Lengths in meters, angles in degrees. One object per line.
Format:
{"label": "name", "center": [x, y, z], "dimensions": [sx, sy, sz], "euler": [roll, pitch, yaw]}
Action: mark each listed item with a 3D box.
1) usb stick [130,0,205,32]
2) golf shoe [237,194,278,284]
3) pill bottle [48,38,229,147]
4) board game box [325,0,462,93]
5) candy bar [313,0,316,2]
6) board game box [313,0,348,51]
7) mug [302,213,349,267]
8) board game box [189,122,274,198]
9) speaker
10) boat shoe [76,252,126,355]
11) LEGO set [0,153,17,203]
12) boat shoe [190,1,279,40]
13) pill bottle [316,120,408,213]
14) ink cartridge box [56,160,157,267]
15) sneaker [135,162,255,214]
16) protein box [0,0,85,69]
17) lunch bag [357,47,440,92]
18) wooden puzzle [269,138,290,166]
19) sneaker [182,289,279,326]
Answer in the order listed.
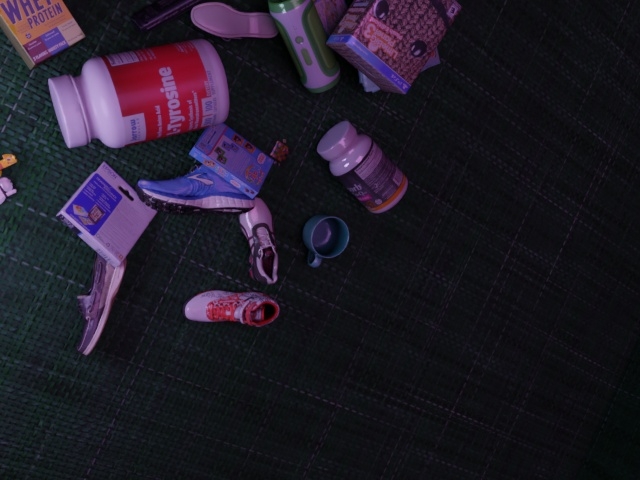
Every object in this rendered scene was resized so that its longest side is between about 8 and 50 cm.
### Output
{"label": "usb stick", "center": [-0.374, -0.637, 1.788], "dimensions": [0.278, 0.077, 0.045], "euler": [-35, 150, -17]}
{"label": "golf shoe", "center": [-0.167, -0.003, 1.978], "dimensions": [0.105, 0.120, 0.272], "euler": [-16, 104, -21]}
{"label": "pill bottle", "center": [-0.458, -0.366, 1.706], "dimensions": [0.408, 0.229, 0.228], "euler": [-18, 107, -22]}
{"label": "board game box", "center": [0.202, -0.593, 1.848], "dimensions": [0.232, 0.141, 0.291], "euler": [32, 91, -27]}
{"label": "candy bar", "center": [-0.042, -0.700, 1.967], "dimensions": [0.162, 0.018, 0.040], "euler": [-25, 111, -20]}
{"label": "board game box", "center": [0.041, -0.659, 1.999], "dimensions": [0.103, 0.026, 0.154], "euler": [-38, 121, -15]}
{"label": "mug", "center": [-0.001, -0.009, 2.068], "dimensions": [0.158, 0.097, 0.129], "euler": [-35, 113, -16]}
{"label": "board game box", "center": [-0.243, -0.232, 1.869], "dimensions": [0.212, 0.039, 0.160], "euler": [35, 41, -14]}
{"label": "speaker", "center": [-0.042, -0.567, 1.887], "dimensions": [0.131, 0.131, 0.296], "euler": [-41, 135, -14]}
{"label": "boat shoe", "center": [-0.609, 0.164, 1.805], "dimensions": [0.092, 0.103, 0.285], "euler": [21, 86, -22]}
{"label": "LEGO set", "center": [-0.806, -0.205, 1.645], "dimensions": [0.093, 0.087, 0.227], "euler": [-30, 112, -18]}
{"label": "boat shoe", "center": [-0.241, -0.603, 1.854], "dimensions": [0.255, 0.079, 0.095], "euler": [-7, 101, -27]}
{"label": "pill bottle", "center": [0.128, -0.225, 2.057], "dimensions": [0.278, 0.162, 0.162], "euler": [42, 80, -25]}
{"label": "ink cartridge box", "center": [-0.564, -0.071, 1.788], "dimensions": [0.206, 0.045, 0.208], "euler": [48, 45, -25]}
{"label": "sneaker", "center": [-0.349, -0.152, 1.874], "dimensions": [0.330, 0.130, 0.147], "euler": [1, 79, -23]}
{"label": "protein box", "center": [-0.681, -0.528, 1.582], "dimensions": [0.136, 0.201, 0.199], "euler": [-36, 113, -16]}
{"label": "lunch bag", "center": [0.209, -0.592, 2.024], "dimensions": [0.262, 0.160, 0.223], "euler": [-29, 115, -24]}
{"label": "wooden puzzle", "center": [-0.122, -0.266, 2.013], "dimensions": [0.049, 0.006, 0.083], "euler": [30, 85, -27]}
{"label": "sneaker", "center": [-0.255, 0.200, 1.954], "dimensions": [0.270, 0.145, 0.090], "euler": [-2, 100, -26]}
